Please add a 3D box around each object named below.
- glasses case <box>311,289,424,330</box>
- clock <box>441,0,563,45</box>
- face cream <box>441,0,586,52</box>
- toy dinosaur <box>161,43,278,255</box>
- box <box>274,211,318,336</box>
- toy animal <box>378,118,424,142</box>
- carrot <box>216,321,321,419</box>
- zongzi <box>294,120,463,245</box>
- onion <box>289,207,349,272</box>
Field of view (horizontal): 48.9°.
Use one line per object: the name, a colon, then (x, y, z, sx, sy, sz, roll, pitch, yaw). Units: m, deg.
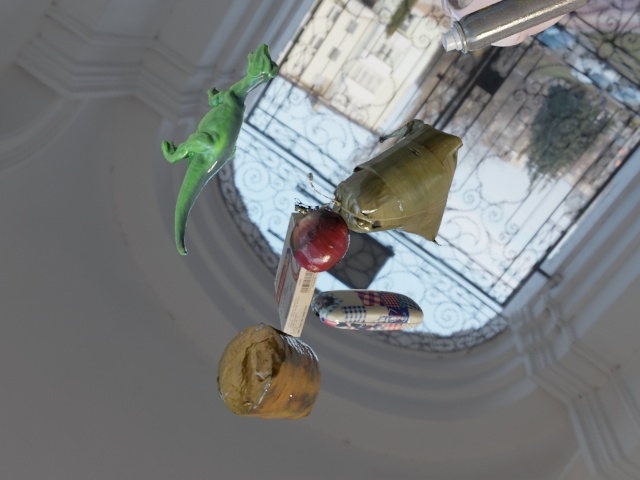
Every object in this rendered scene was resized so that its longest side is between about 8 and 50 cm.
glasses case: (0.129, 0.185, 1.875, 0.327, 0.076, 0.125, 4, -151, -28)
clock: (0.433, -0.630, 1.625, 0.250, 0.368, 0.376, 6, -173, -16)
face cream: (0.379, -0.445, 1.395, 0.073, 0.283, 0.073, -21, -90, -83)
toy dinosaur: (-0.232, -0.231, 1.799, 0.144, 0.374, 0.500, 29, -140, -46)
box: (-0.076, 0.109, 2.143, 0.069, 0.353, 0.214, 1, -132, -16)
toy animal: (0.255, -0.250, 1.989, 0.090, 0.170, 0.255, 40, -166, -35)
carrot: (-0.145, 0.354, 1.867, 0.241, 0.241, 0.340, 46, -175, 31)
zongzi: (0.157, -0.049, 1.764, 0.447, 0.418, 0.181, -32, -131, -25)
onion: (0.000, 0.000, 1.403, 0.131, 0.131, 0.131, 31, -163, -11)
